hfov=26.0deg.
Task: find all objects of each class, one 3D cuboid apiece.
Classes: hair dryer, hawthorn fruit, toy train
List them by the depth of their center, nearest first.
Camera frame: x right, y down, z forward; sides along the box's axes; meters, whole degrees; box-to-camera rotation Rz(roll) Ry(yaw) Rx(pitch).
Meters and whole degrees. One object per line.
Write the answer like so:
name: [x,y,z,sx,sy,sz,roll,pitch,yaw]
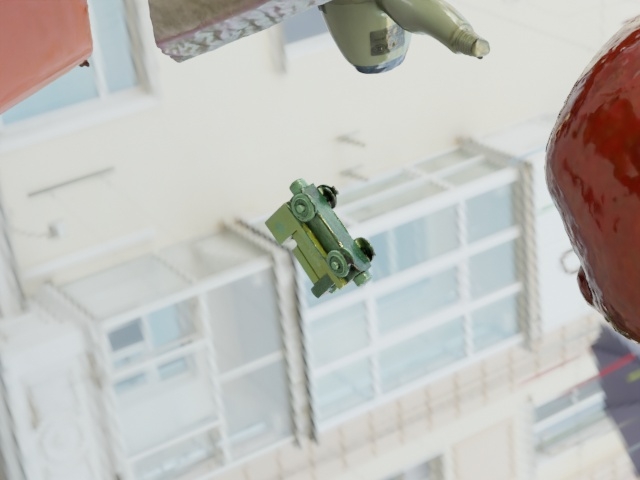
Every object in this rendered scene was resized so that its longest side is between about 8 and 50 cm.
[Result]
hawthorn fruit: [0.248,-0.040,0.673,0.299,0.211,0.211,-23,-92,51]
toy train: [0.000,0.000,1.347,0.122,0.050,0.081,56,-45,8]
hair dryer: [0.062,-0.322,1.462,0.296,0.119,0.298,68,-18,-13]

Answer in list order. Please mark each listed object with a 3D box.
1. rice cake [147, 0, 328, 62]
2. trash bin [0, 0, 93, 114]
rice cake: [0.010,-0.217,0.930,0.298,0.050,0.106,-17,-103,24]
trash bin: [-0.243,-0.105,0.743,0.161,0.239,0.184,21,-54,32]
